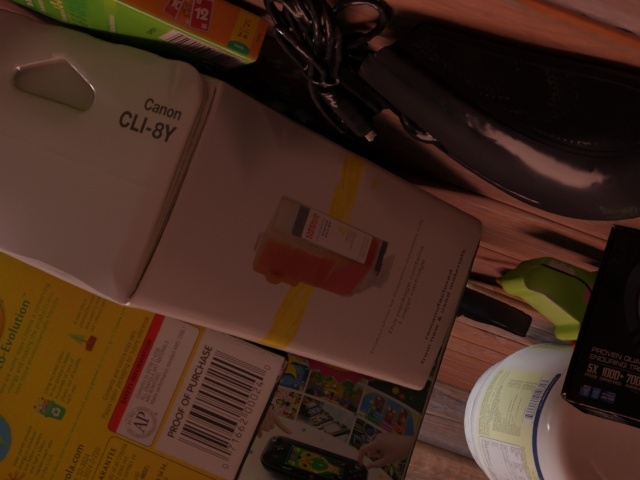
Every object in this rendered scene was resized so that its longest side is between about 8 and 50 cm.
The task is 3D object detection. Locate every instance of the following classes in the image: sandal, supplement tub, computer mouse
[{"bbox_3d":[0.132,0.070,1.545,0.254,0.054,0.097,22,176,43],"label":"sandal"},{"bbox_3d":[0.345,0.258,1.747,0.235,0.235,0.325,21,172,-13],"label":"supplement tub"},{"bbox_3d":[0.100,-0.063,0.749,0.272,0.072,0.188,16,171,18],"label":"computer mouse"}]

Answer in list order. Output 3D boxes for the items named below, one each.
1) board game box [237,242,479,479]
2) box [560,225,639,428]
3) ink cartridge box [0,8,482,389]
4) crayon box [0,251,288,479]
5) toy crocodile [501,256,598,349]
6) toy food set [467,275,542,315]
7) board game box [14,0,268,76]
[{"bbox_3d":[0.005,0.105,1.252,0.224,0.303,0.097,17,172,10],"label":"board game box"},{"bbox_3d":[0.300,0.085,1.012,0.180,0.147,0.077,15,171,28],"label":"box"},{"bbox_3d":[-0.093,-0.023,1.010,0.279,0.160,0.384,19,177,36],"label":"ink cartridge box"},{"bbox_3d":[-0.210,0.127,1.098,0.318,0.202,0.081,24,179,0],"label":"crayon box"},{"bbox_3d":[0.323,0.096,1.182,0.340,0.105,0.115,21,171,-14],"label":"toy crocodile"},{"bbox_3d":[0.253,0.066,1.414,0.132,0.039,0.192,21,180,38],"label":"toy food set"},{"bbox_3d":[-0.170,-0.166,0.800,0.259,0.039,0.124,19,174,-21],"label":"board game box"}]
